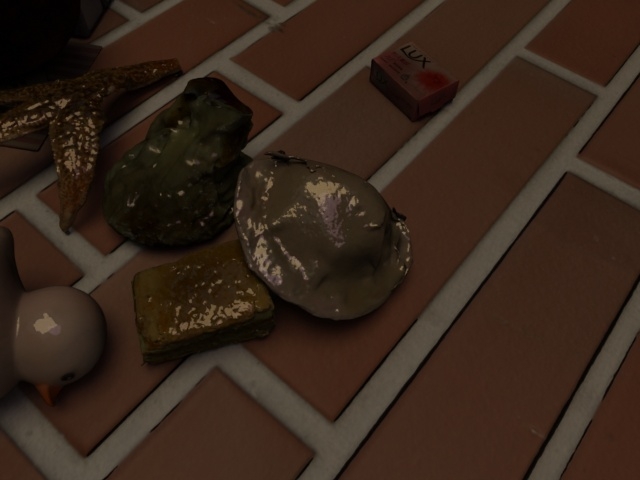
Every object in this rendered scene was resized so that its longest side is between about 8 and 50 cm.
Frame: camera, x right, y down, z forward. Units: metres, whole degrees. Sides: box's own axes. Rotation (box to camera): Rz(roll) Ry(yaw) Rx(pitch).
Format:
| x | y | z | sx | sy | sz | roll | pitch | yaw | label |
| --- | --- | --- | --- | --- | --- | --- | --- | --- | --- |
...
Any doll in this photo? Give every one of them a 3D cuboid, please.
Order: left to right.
| x | y | z | sx | sy | sz | roll | pitch | yaw | label |
| --- | --- | --- | --- | --- | --- | --- | --- | --- | --- |
| -0.395 | 0.100 | 0.692 | 0.221 | 0.221 | 0.250 | -14 | 86 | -10 | doll |

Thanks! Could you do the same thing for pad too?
| x | y | z | sx | sy | sz | roll | pitch | yaw | label |
| --- | --- | --- | --- | --- | --- | --- | --- | --- | --- |
| -0.580 | -0.301 | 1.044 | 0.203 | 0.005 | 0.299 | 10 | 58 | 5 | pad |

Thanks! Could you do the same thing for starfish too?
| x | y | z | sx | sy | sz | roll | pitch | yaw | label |
| --- | --- | --- | --- | --- | --- | --- | --- | --- | --- |
| -0.452 | -0.206 | 0.924 | 0.385 | 0.132 | 0.397 | -6 | 55 | -2 | starfish |

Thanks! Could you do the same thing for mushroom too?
| x | y | z | sx | sy | sz | roll | pitch | yaw | label |
| --- | --- | --- | --- | --- | --- | --- | --- | --- | --- |
| -0.597 | -0.399 | 0.917 | 0.346 | 0.345 | 0.238 | 2 | 68 | 0 | mushroom |

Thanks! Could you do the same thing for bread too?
| x | y | z | sx | sy | sz | roll | pitch | yaw | label |
| --- | --- | --- | --- | --- | --- | --- | --- | --- | --- |
| -0.170 | 0.087 | 0.756 | 0.197 | 0.102 | 0.138 | -13 | 56 | -8 | bread |

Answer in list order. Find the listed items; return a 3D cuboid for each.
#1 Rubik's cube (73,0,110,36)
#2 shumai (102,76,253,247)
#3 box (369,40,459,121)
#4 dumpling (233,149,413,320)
| x | y | z | sx | sy | sz | roll | pitch | yaw | label |
| --- | --- | --- | --- | --- | --- | --- | --- | --- | --- |
| -0.602 | -0.646 | 1.087 | 0.302 | 0.305 | 0.303 | 8 | 59 | 4 | Rubik's cube |
| -0.231 | -0.128 | 0.833 | 0.222 | 0.203 | 0.272 | 38 | 68 | 21 | shumai |
| 0.182 | -0.315 | 1.045 | 0.111 | 0.060 | 0.156 | -31 | 64 | -21 | box |
| -0.002 | -0.006 | 0.790 | 0.293 | 0.163 | 0.204 | 26 | 89 | -16 | dumpling |
